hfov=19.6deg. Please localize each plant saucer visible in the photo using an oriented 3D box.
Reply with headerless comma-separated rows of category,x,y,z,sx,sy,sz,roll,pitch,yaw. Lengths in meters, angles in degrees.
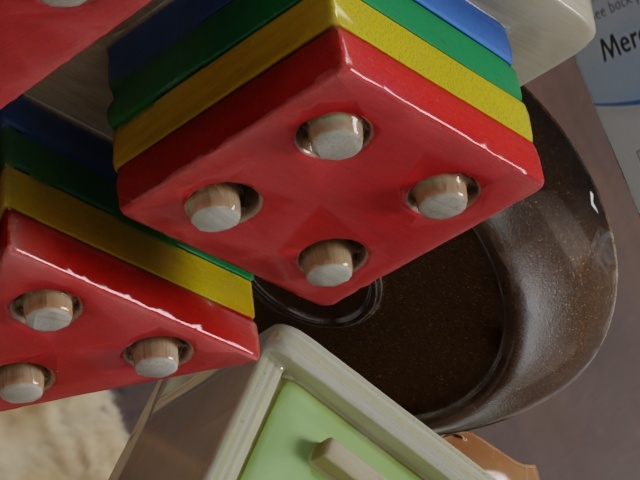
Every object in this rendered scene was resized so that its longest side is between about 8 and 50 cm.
plant saucer,0.000,0.000,0.974,0.311,0.310,0.050,26,50,7

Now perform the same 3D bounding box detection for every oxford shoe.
oxford shoe,0.083,0.171,1.355,0.076,0.212,0.076,-9,68,45

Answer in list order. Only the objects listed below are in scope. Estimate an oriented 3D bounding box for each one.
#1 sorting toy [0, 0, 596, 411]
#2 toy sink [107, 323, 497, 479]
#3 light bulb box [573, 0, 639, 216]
sorting toy,-0.087,-0.036,0.549,0.255,0.257,0.089,-30,52,32
toy sink,-0.014,0.141,0.901,0.153,0.131,0.234,39,47,-15
light bulb box,0.268,-0.204,0.742,0.225,0.358,0.361,-22,89,-44
